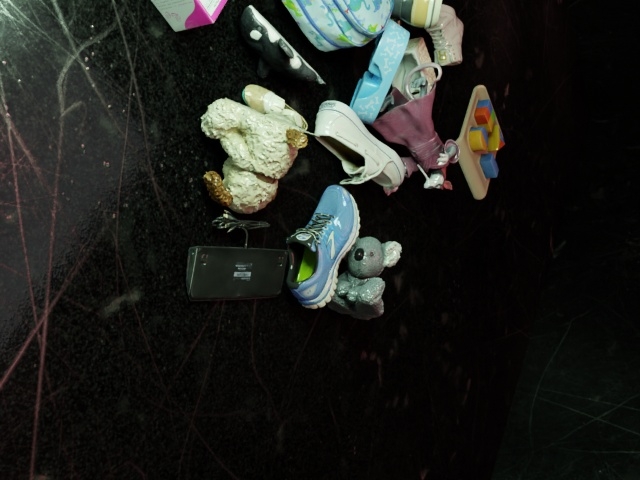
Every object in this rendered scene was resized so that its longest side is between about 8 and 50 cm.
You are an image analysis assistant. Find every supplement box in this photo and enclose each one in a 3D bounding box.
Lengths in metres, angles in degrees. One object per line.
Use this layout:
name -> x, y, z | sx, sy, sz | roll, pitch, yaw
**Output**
supplement box -> -0.285, -0.529, 1.298 | 0.220, 0.111, 0.114 | 53, 50, -43

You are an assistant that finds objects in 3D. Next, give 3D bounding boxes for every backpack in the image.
backpack -> 0.022, -0.632, 1.644 | 0.355, 0.273, 0.290 | 70, 31, -48

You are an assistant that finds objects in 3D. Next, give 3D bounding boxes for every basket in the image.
basket -> 0.282, -0.536, 2.105 | 0.103, 0.113, 0.167 | -60, 136, -40

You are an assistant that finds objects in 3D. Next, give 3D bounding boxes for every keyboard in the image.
keyboard -> -0.180, 0.036, 1.534 | 0.317, 0.033, 0.201 | 4, 98, -56

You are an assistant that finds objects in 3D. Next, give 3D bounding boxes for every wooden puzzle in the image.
wooden puzzle -> 0.647, -0.387, 2.654 | 0.322, 0.081, 0.347 | 56, 48, -40

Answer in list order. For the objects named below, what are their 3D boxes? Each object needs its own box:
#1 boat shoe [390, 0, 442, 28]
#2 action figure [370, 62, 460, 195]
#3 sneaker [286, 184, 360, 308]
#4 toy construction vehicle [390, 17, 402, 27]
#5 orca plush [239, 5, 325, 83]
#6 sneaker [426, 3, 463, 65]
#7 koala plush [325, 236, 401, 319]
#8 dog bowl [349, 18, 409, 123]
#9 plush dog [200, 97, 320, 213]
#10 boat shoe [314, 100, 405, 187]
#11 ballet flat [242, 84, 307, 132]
boat shoe -> 0.269, -0.754, 1.976 | 0.500, 0.156, 0.186 | -80, 175, -54
action figure -> 0.302, -0.304, 2.058 | 0.370, 0.248, 0.275 | 54, 43, -31
sneaker -> 0.000, 0.000, 1.711 | 0.147, 0.130, 0.330 | 42, 58, -50
toy construction vehicle -> 0.208, -0.676, 2.065 | 0.086, 0.035, 0.098 | -12, 99, -43
orca plush -> -0.113, -0.431, 1.601 | 0.151, 0.102, 0.287 | 54, 13, 24
sneaker -> 0.418, -0.687, 2.292 | 0.292, 0.108, 0.169 | 5, 85, -56
koala plush -> 0.112, 0.088, 1.839 | 0.203, 0.196, 0.221 | 51, 51, -58
dog bowl -> 0.155, -0.446, 1.812 | 0.166, 0.074, 0.297 | -78, -171, -58
plush dog -> -0.138, -0.163, 1.484 | 0.262, 0.211, 0.225 | 3, 116, -53
boat shoe -> 0.104, -0.213, 1.845 | 0.367, 0.136, 0.156 | 41, 59, -44
ballet flat -> -0.099, -0.312, 1.608 | 0.206, 0.067, 0.073 | 27, 71, -52
